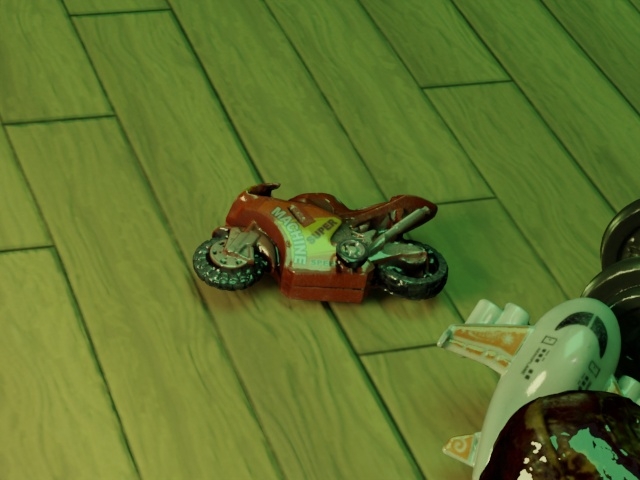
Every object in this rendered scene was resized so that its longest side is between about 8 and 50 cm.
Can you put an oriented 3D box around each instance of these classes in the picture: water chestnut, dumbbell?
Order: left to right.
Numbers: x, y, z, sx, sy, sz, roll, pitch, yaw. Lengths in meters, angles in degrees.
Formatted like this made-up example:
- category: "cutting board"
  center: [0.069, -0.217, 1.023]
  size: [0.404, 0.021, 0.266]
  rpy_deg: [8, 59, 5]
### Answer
- category: "water chestnut"
  center: [0.244, 0.250, 1.645]
  size: [0.223, 0.238, 0.224]
  rpy_deg: [17, 39, -14]
- category: "dumbbell"
  center: [0.387, 0.065, 1.960]
  size: [0.192, 0.192, 0.290]
  rpy_deg: [17, 36, 10]

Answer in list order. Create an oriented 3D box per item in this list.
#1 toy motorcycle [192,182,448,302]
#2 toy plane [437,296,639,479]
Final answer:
- category: "toy motorcycle"
  center: [0.000, 0.002, 2.038]
  size: [0.298, 0.089, 0.171]
  rpy_deg: [3, 37, -10]
- category: "toy plane"
  center: [0.229, 0.161, 1.814]
  size: [0.244, 0.117, 0.245]
  rpy_deg: [1, 72, -2]
